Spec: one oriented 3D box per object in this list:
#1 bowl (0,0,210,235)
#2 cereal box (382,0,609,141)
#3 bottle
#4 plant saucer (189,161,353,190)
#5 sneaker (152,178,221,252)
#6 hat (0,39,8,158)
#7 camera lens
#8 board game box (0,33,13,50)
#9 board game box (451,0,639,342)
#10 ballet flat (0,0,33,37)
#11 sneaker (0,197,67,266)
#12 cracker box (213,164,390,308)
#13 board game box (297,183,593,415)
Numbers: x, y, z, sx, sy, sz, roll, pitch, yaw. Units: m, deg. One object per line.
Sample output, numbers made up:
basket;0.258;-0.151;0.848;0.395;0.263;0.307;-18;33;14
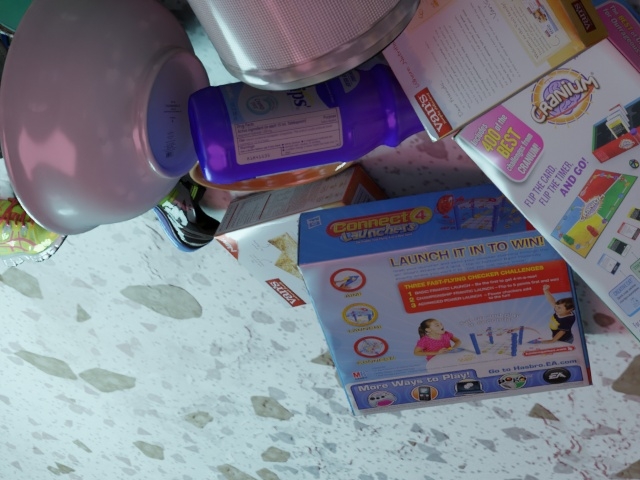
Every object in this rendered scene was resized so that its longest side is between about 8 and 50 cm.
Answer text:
bowl;-0.210;-0.145;1.704;0.134;0.298;0.298;8;141;26
cereal box;0.155;-0.221;1.550;0.240;0.047;0.173;-30;88;51
bottle;0.003;-0.133;1.673;0.283;0.118;0.092;-10;123;-8
plant saucer;-0.056;-0.105;1.824;0.200;0.037;0.200;-7;165;-2
sneaker;-0.192;-0.065;2.018;0.078;0.067;0.188;-23;124;21
hat;-0.522;-0.173;1.918;0.331;0.134;0.331;16;142;13
camera lens;-0.041;-0.297;1.472;0.219;0.219;0.274;-3;132;34
board game box;-0.460;-0.314;1.860;0.317;0.046;0.213;20;145;6
board game box;0.314;-0.068;1.580;0.316;0.064;0.242;48;138;6
ballet flat;-0.368;-0.268;1.783;0.188;0.070;0.070;23;145;5
sneaker;-0.416;-0.023;2.179;0.208;0.081;0.094;-19;124;45
cracker box;0.000;0.000;1.970;0.232;0.067;0.156;-14;131;42
board game box;0.155;0.074;1.876;0.308;0.086;0.302;-8;136;10
